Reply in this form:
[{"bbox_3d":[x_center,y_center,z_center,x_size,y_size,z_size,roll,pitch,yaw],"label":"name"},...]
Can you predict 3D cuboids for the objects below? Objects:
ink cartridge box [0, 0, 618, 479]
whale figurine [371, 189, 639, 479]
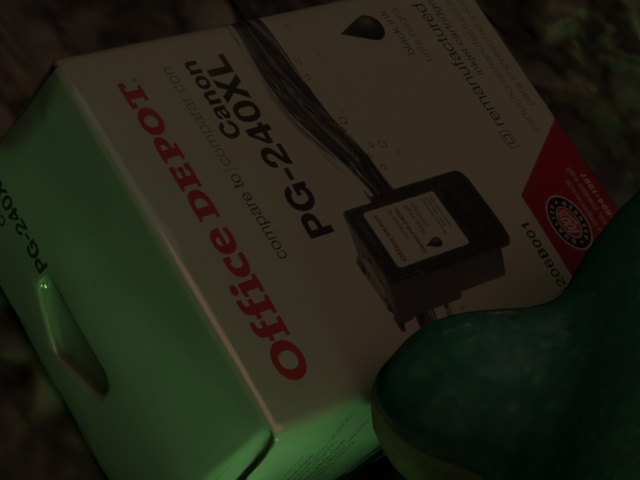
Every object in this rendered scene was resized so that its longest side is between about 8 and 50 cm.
[{"bbox_3d":[0.000,0.000,0.496,0.150,0.063,0.109,-18,70,-43],"label":"ink cartridge box"},{"bbox_3d":[0.109,0.060,0.383,0.216,0.141,0.272,30,34,20],"label":"whale figurine"}]
